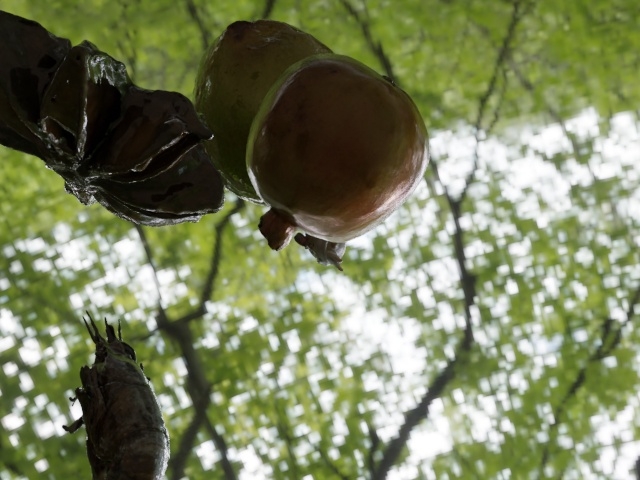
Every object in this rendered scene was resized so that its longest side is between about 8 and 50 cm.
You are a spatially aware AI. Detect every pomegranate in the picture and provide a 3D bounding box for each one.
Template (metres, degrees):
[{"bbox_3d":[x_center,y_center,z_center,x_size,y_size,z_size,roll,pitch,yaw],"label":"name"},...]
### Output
[{"bbox_3d":[0.008,-0.106,1.619,0.270,0.229,0.252,-55,-159,7],"label":"pomegranate"}]

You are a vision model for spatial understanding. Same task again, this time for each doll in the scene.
[{"bbox_3d":[0.000,0.000,1.946,0.084,0.073,0.127,-2,-140,-18],"label":"doll"}]

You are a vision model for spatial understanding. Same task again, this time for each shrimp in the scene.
[{"bbox_3d":[-0.276,0.222,1.659,0.116,0.145,0.343,4,-141,-24],"label":"shrimp"}]

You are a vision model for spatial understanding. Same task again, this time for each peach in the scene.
[{"bbox_3d":[-0.083,-0.211,2.117,0.314,0.315,0.281,16,-143,5],"label":"peach"}]

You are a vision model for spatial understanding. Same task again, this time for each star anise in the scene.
[{"bbox_3d":[-0.223,-0.106,1.205,0.315,0.315,0.108,12,-112,47],"label":"star anise"}]
